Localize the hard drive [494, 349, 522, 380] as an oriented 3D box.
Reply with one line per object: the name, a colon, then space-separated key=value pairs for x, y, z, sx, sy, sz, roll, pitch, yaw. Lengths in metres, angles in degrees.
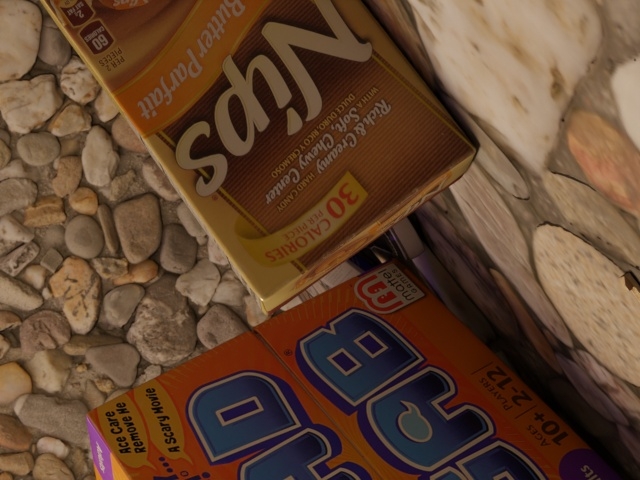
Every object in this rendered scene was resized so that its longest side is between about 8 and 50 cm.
hard drive: x=0.222 y=0.282 z=1.116 sx=0.307 sy=0.040 sz=0.203 roll=58 pitch=154 yaw=14

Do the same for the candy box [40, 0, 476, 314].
candy box: x=-0.057 y=-0.127 z=0.780 sx=0.316 sy=0.183 sz=0.087 roll=53 pitch=174 yaw=9

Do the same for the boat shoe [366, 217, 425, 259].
boat shoe: x=0.029 y=-0.027 z=1.131 sx=0.228 sy=0.076 sz=0.080 roll=46 pitch=169 yaw=54

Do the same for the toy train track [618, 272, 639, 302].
toy train track: x=0.200 y=0.056 z=0.630 sx=0.083 sy=0.014 sz=0.048 roll=55 pitch=173 yaw=4

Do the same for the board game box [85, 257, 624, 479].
board game box: x=0.028 y=0.310 z=1.050 sx=0.356 sy=0.356 sz=0.356 roll=46 pitch=148 yaw=34

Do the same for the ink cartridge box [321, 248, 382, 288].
ink cartridge box: x=0.000 y=0.000 z=1.271 sx=0.208 sy=0.045 sz=0.206 roll=39 pitch=-172 yaw=-23
